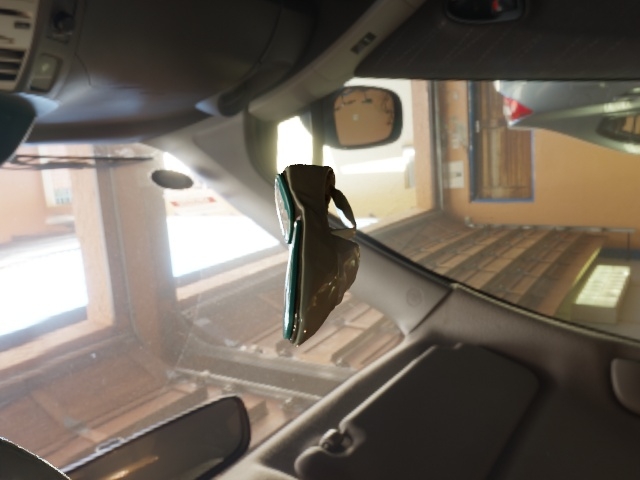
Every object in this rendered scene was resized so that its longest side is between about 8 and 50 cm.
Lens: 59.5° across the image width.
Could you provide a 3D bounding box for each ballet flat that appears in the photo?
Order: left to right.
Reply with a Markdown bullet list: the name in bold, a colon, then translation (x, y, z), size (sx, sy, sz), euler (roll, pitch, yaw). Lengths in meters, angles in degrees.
- **ballet flat**: translation (0.000, 0.000, 0.546), size (0.086, 0.086, 0.248), euler (-5, -140, -3)

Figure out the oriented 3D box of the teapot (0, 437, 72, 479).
- **teapot**: translation (-0.368, 0.353, 0.611), size (0.256, 0.253, 0.187), euler (-11, -149, 33)
